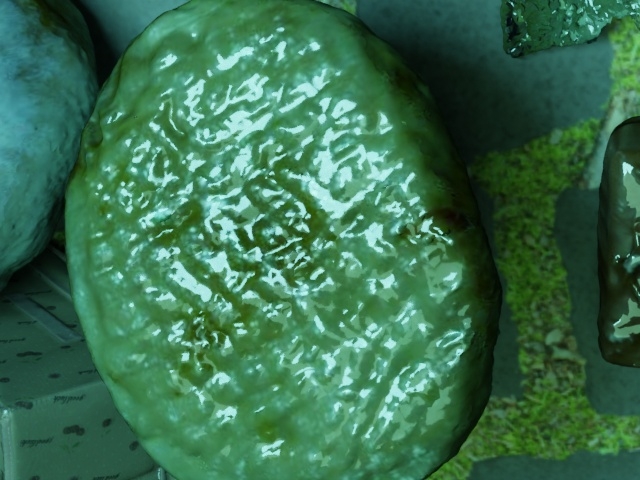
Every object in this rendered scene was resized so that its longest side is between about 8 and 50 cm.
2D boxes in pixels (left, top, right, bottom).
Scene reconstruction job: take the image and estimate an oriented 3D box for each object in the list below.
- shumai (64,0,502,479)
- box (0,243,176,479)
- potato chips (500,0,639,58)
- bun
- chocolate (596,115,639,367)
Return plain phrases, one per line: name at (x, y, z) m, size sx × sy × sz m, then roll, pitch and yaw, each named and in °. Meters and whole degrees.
shumai at (0.000, 0.000, 1.208) m, size 0.324 × 0.323 × 0.397 m, roll -19°, pitch 90°, yaw 20°
box at (-0.262, 0.164, 1.354) m, size 0.297 × 0.190 × 0.225 m, roll 29°, pitch 124°, yaw 49°
potato chips at (0.237, -0.202, 1.187) m, size 0.220 × 0.029 × 0.202 m, roll 36°, pitch 119°, yaw 26°
bun at (-0.348, -0.102, 1.313) m, size 0.362 × 0.211 × 0.361 m, roll -6°, pitch 73°, yaw 21°
chocolate at (0.303, 0.003, 1.246) m, size 0.148 × 0.093 × 0.214 m, roll 3°, pitch 110°, yaw 15°
